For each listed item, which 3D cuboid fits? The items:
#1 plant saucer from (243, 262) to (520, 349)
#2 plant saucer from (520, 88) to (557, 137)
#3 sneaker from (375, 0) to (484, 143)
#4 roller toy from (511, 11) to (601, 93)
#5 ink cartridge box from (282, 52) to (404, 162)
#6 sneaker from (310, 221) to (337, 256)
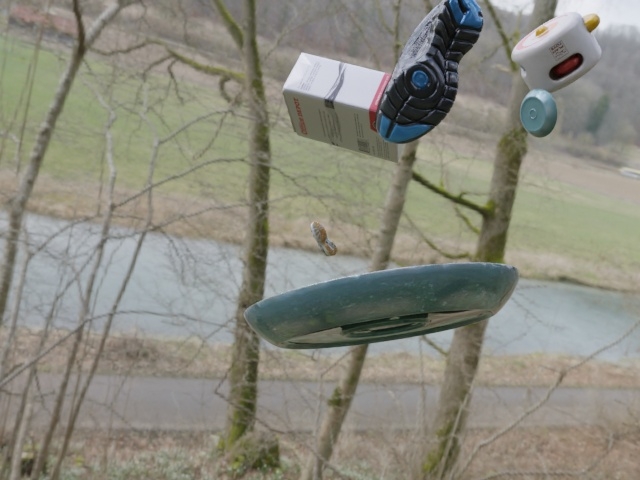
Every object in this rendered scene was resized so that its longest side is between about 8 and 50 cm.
[{"bbox_3d":[0.072,0.085,0.773,0.317,0.044,0.317,-7,-15,-2],"label":"plant saucer"},{"bbox_3d":[0.527,-0.310,1.644,0.021,0.120,0.119,-12,21,-26],"label":"plant saucer"},{"bbox_3d":[0.201,-0.319,1.310,0.125,0.341,0.139,37,-18,-15],"label":"sneaker"},{"bbox_3d":[0.591,-0.477,1.696,0.146,0.191,0.209,52,-26,-16],"label":"roller toy"},{"bbox_3d":[0.068,-0.308,1.572,0.272,0.114,0.197,17,-20,15],"label":"ink cartridge box"},{"bbox_3d":[0.000,0.000,1.423,0.032,0.083,0.037,-35,5,-31],"label":"sneaker"}]
